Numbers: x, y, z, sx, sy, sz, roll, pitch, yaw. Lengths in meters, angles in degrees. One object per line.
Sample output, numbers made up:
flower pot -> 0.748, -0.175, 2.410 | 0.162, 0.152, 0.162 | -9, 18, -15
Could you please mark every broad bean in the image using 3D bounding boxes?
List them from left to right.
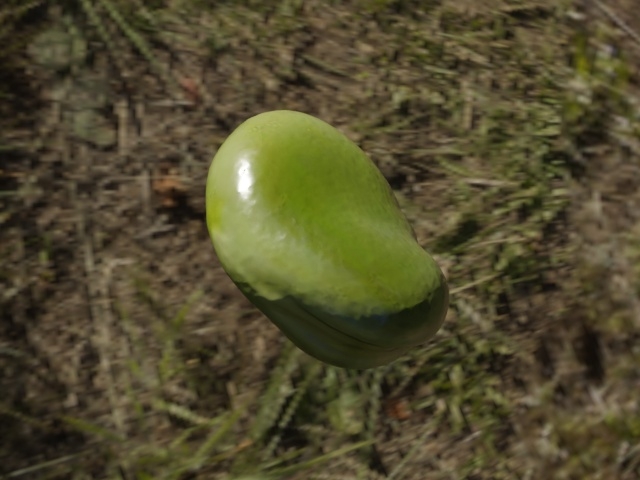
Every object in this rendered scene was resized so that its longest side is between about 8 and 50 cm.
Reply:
broad bean -> 0.000, 0.000, 0.515 | 0.083, 0.063, 0.045 | 55, 142, 11
